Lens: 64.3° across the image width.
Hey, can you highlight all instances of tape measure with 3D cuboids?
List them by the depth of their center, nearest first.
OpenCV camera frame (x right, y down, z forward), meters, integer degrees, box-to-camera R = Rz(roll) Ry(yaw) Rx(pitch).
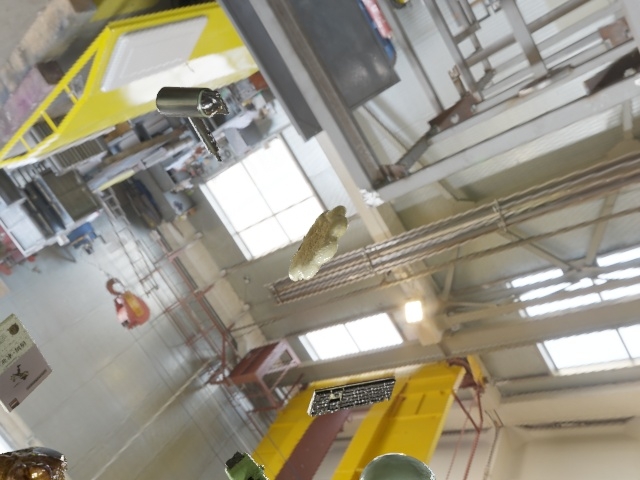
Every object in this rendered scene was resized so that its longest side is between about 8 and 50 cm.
[{"bbox_3d":[-0.167,0.700,1.393,0.106,0.200,0.175,-34,-150,-24],"label":"tape measure"}]

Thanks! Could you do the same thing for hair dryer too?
[{"bbox_3d":[-0.297,-0.301,1.361,0.195,0.248,0.078,10,-122,27],"label":"hair dryer"}]

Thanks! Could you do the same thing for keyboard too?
[{"bbox_3d":[0.108,0.501,1.634,0.317,0.106,0.027,-1,-153,-31],"label":"keyboard"}]

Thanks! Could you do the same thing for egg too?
[{"bbox_3d":[0.191,0.607,1.258,0.192,0.149,0.149,-1,-163,8],"label":"egg"}]

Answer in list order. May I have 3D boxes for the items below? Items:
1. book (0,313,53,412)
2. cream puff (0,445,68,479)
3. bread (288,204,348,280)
[{"bbox_3d":[-0.669,0.266,1.102,0.014,0.181,0.127,3,-145,23],"label":"book"},{"bbox_3d":[-0.859,0.694,1.506,0.269,0.241,0.155,81,18,-65],"label":"cream puff"},{"bbox_3d":[0.000,0.000,1.430,0.182,0.039,0.251,-15,-138,58],"label":"bread"}]
